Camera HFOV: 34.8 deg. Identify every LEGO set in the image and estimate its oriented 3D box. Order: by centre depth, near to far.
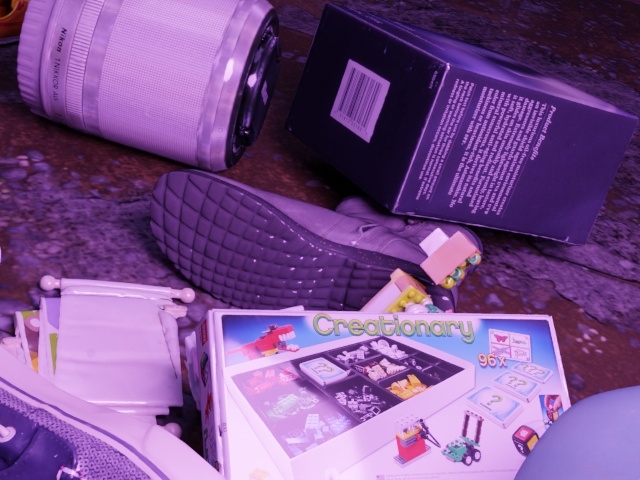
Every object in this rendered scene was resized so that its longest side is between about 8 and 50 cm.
[{"bbox_3d":[0.031,0.102,0.887,0.287,0.132,0.107,-21,46,-14],"label":"LEGO set"}]

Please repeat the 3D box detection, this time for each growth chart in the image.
[{"bbox_3d":[-0.197,0.098,0.899,0.172,0.021,0.237,9,30,-11],"label":"growth chart"}]

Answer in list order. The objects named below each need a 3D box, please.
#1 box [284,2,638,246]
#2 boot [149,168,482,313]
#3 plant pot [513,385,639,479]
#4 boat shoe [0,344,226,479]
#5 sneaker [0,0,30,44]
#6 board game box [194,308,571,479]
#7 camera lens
[{"bbox_3d":[0.163,-0.146,1.249,0.294,0.182,0.296,9,20,-32],"label":"box"},{"bbox_3d":[0.000,0.000,1.098,0.338,0.118,0.222,26,24,4],"label":"boot"},{"bbox_3d":[0.248,0.223,0.645,0.235,0.293,0.293,22,27,39],"label":"plant pot"},{"bbox_3d":[-0.203,0.178,0.666,0.341,0.127,0.158,22,40,29],"label":"boat shoe"},{"bbox_3d":[-0.426,-0.325,1.471,0.064,0.067,0.175,25,29,20],"label":"sneaker"},{"bbox_3d":[0.060,0.153,0.799,0.305,0.053,0.193,3,65,-21],"label":"board game box"},{"bbox_3d":[-0.196,-0.217,1.237,0.274,0.219,0.219,17,29,3],"label":"camera lens"}]
